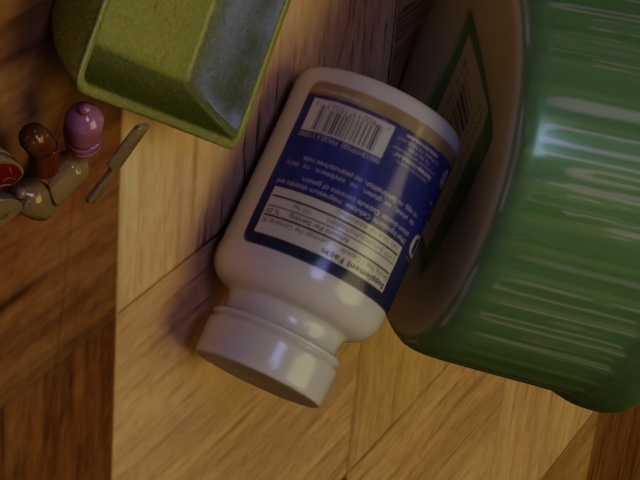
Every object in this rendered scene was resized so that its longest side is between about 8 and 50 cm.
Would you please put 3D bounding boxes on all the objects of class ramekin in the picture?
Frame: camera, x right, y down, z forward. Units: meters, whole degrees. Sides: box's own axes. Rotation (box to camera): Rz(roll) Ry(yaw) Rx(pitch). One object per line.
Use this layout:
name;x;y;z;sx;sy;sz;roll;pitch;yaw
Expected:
ramekin;0.146;-0.049;1.261;0.303;0.148;0.303;-169;-90;-75

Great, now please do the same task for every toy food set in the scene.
toy food set;-0.138;-0.036;0.925;0.078;0.019;0.122;-51;161;28

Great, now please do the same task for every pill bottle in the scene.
pill bottle;0.000;0.000;1.175;0.187;0.112;0.112;-65;157;-11

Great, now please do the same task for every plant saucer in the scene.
plant saucer;-0.067;-0.154;0.982;0.188;0.045;0.188;17;93;-68
